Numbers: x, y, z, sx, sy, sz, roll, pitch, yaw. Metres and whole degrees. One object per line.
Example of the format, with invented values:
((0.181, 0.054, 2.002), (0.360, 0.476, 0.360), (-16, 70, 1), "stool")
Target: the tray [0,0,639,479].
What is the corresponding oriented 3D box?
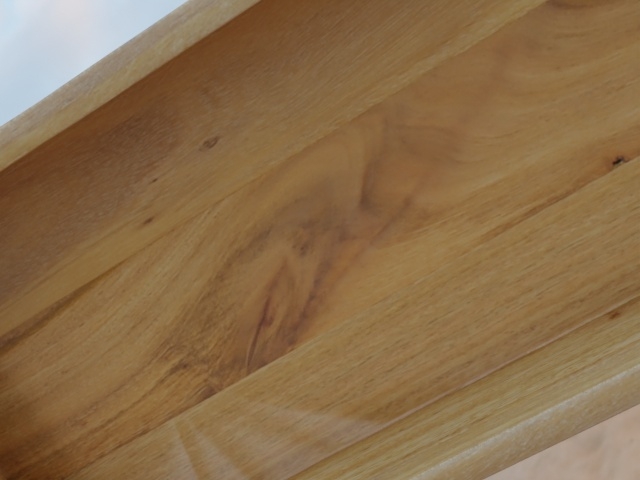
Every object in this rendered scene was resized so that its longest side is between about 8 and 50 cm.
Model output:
((0.000, 0.000, 0.475), (0.411, 0.203, 0.076), (-30, 13, 18), "tray")
